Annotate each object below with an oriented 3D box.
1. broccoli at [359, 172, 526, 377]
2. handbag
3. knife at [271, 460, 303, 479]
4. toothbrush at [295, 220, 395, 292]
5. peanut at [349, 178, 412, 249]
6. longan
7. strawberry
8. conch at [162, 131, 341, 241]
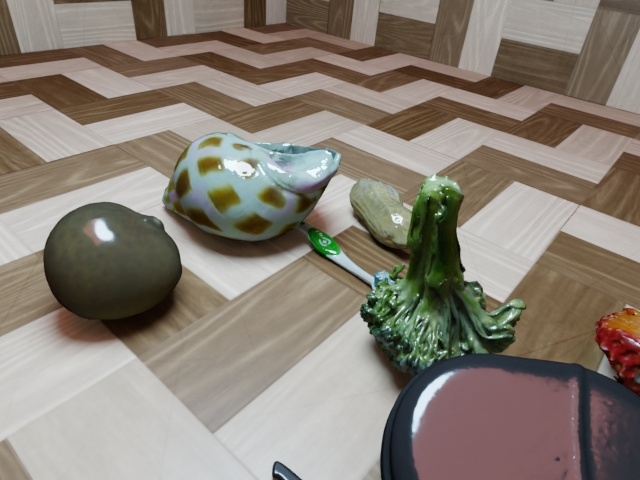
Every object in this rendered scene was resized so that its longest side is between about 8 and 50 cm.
[{"bbox_3d":[0.171,0.070,0.589,0.198,0.275,0.177,32,40,17],"label":"broccoli"},{"bbox_3d":[0.215,0.240,0.456,0.307,0.093,0.254,6,51,9],"label":"handbag"},{"bbox_3d":[0.010,0.293,0.474,0.170,0.010,0.023,29,41,27],"label":"knife"},{"bbox_3d":[0.000,0.004,0.867,0.042,0.040,0.417,-29,43,-30],"label":"toothbrush"},{"bbox_3d":[0.131,-0.054,0.917,0.098,0.090,0.214,0,37,-25],"label":"peanut"},{"bbox_3d":[-0.303,0.033,0.664,0.189,0.189,0.189,4,35,-3],"label":"longan"},{"bbox_3d":[0.488,0.177,0.640,0.190,0.111,0.236,12,11,27],"label":"strawberry"},{"bbox_3d":[-0.149,-0.108,0.859,0.367,0.197,0.249,18,33,20],"label":"conch"}]
